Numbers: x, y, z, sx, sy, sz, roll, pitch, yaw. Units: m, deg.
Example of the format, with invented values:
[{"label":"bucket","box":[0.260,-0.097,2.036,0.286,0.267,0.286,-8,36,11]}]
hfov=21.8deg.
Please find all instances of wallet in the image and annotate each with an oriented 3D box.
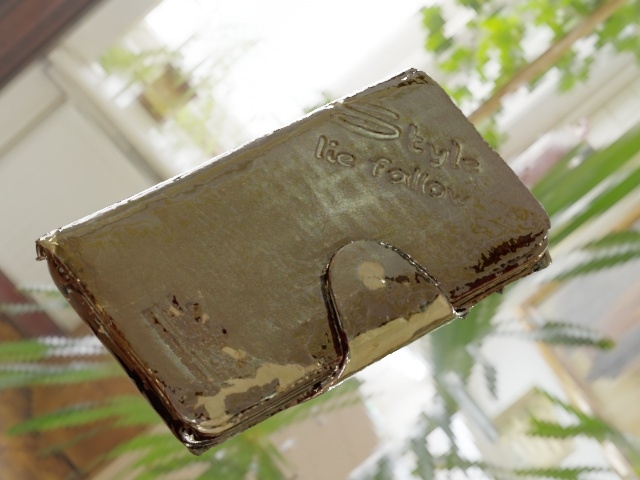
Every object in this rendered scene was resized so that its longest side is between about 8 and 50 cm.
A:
[{"label":"wallet","box":[0.000,0.000,0.733,0.232,0.031,0.122,-27,68,-37]}]
